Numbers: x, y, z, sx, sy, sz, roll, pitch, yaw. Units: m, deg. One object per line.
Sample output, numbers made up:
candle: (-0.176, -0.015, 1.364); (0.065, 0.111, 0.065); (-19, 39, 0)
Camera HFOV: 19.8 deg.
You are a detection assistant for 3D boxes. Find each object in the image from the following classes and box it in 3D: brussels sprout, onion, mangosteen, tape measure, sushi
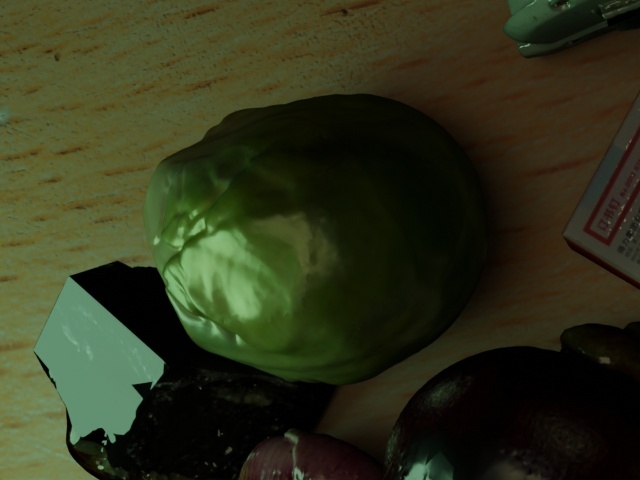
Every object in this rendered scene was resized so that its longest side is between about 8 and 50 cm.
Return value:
brussels sprout: (0.000, 0.000, 1.814); (0.344, 0.344, 0.268); (-1, 120, 27)
onion: (-0.006, 0.304, 1.849); (0.230, 0.163, 0.230); (19, 125, 30)
mangosteen: (0.208, 0.215, 1.701); (0.297, 0.297, 0.293); (23, 103, 25)
tape measure: (0.268, -0.254, 1.702); (0.243, 0.246, 0.125); (-20, 85, 19)
sushi: (-0.153, 0.162, 1.919); (0.215, 0.227, 0.212); (38, 115, 27)

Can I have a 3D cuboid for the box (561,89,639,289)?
box: (0.335, -0.063, 1.763); (0.123, 0.050, 0.229); (33, 105, 25)
